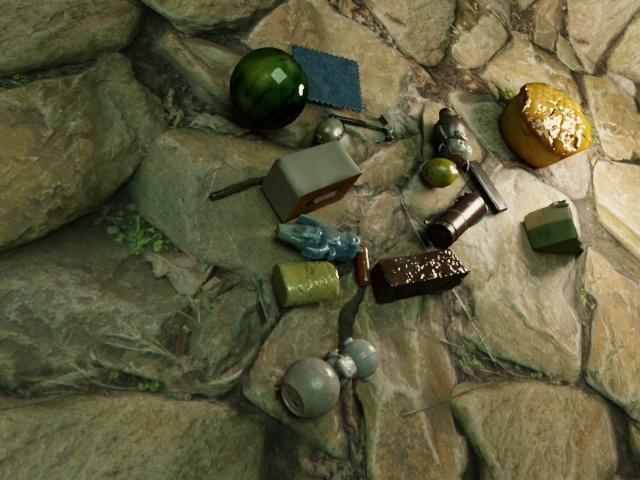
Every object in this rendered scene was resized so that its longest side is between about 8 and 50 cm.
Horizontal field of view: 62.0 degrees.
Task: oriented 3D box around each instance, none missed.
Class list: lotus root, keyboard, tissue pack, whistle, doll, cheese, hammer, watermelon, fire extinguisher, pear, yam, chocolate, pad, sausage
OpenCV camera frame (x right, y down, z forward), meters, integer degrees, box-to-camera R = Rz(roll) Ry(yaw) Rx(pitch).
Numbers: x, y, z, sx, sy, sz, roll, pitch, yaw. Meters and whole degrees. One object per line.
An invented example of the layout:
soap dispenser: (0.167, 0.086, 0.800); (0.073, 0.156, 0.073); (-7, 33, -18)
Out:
lotus root: (0.035, -0.364, 1.772); (0.088, 0.088, 0.165); (44, 42, 2)
keyboard: (0.633, -0.208, 2.023); (0.093, 0.025, 0.230); (-12, 69, -45)
tissue pack: (-0.029, -0.178, 1.581); (0.246, 0.159, 0.136); (-25, 75, -35)
whistle: (0.000, 0.000, 1.534); (0.268, 0.093, 0.180); (15, 32, -20)
doll: (0.038, 0.331, 1.335); (0.287, 0.151, 0.151); (-20, 74, -38)
doll: (0.492, -0.372, 1.992); (0.181, 0.117, 0.258); (25, 49, -30)
cheese: (-0.039, 0.114, 1.445); (0.167, 0.094, 0.123); (-2, 66, -28)
hammer: (0.145, -0.422, 1.895); (0.246, 0.029, 0.103); (8, 60, -22)
watermelon: (-0.157, -0.460, 1.625); (0.242, 0.242, 0.243); (13, 58, -21)
fire extinguisher: (0.467, -0.085, 1.825); (0.141, 0.105, 0.341); (28, 40, 25)
pear: (0.422, -0.239, 1.890); (0.131, 0.107, 0.107); (-7, 66, -15)
yam: (-0.221, -0.162, 1.553); (0.234, 0.029, 0.027); (-24, 103, -37)
chocolate: (0.301, 0.102, 1.634); (0.321, 0.112, 0.112); (-7, 57, -30)
pad: (0.024, -0.586, 1.920); (0.268, 0.012, 0.270); (7, 59, -19)
sausage: (0.125, 0.072, 1.590); (0.039, 0.041, 0.131); (-2, 61, -4)

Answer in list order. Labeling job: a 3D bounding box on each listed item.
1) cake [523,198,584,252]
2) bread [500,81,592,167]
cake: (0.903, -0.024, 2.053); (0.283, 0.172, 0.158); (25, 53, -55)
bread: (0.940, -0.487, 2.237); (0.397, 0.215, 0.399); (12, 59, -21)
